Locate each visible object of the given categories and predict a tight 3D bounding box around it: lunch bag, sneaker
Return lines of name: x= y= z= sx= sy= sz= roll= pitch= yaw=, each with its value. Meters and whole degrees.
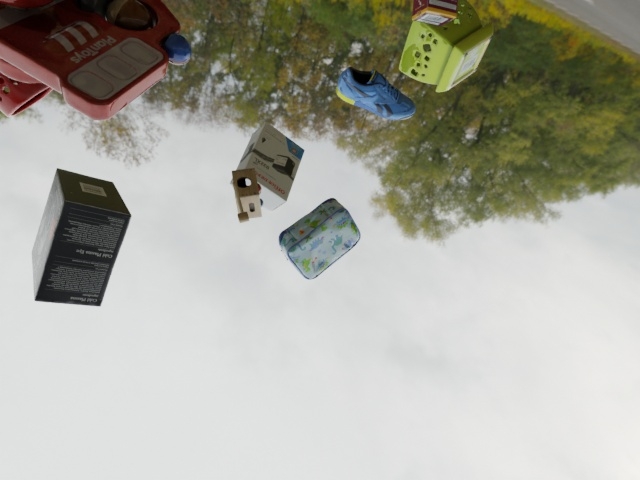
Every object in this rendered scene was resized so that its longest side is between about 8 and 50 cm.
lunch bag: x=0.000 y=0.000 z=1.177 sx=0.219 sy=0.176 sz=0.090 roll=-39 pitch=-136 yaw=-3
sneaker: x=0.142 y=-0.346 z=0.961 sx=0.210 sy=0.082 sz=0.069 roll=14 pitch=-117 yaw=-16

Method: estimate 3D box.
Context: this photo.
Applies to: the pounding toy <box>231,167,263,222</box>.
pounding toy: x=-0.244 y=-0.147 z=1.401 sx=0.094 sy=0.181 sz=0.206 roll=-9 pitch=-123 yaw=-9

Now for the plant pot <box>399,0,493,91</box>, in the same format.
plant pot: x=0.443 y=-0.672 z=1.429 sx=0.228 sy=0.227 sz=0.207 roll=-38 pitch=-108 yaw=-20

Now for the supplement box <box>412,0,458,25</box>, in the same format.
supplement box: x=0.335 y=-0.736 z=1.181 sx=0.104 sy=0.188 sz=0.081 roll=0 pitch=-171 yaw=-21

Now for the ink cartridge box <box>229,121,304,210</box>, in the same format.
ink cartridge box: x=-0.223 y=-0.319 z=1.777 sx=0.223 sy=0.129 sz=0.307 roll=33 pitch=-125 yaw=-27

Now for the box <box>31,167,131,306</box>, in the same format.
box: x=-0.758 y=-0.016 z=1.281 sx=0.179 sy=0.312 sz=0.343 roll=14 pitch=-166 yaw=-40

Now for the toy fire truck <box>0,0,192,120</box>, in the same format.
toy fire truck: x=-0.358 y=-0.336 z=0.662 sx=0.254 sy=0.169 sz=0.302 roll=32 pitch=-130 yaw=-6

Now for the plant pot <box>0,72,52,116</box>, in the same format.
plant pot: x=-0.967 y=-0.509 z=1.281 sx=0.174 sy=0.191 sz=0.191 roll=53 pitch=-160 yaw=-31
